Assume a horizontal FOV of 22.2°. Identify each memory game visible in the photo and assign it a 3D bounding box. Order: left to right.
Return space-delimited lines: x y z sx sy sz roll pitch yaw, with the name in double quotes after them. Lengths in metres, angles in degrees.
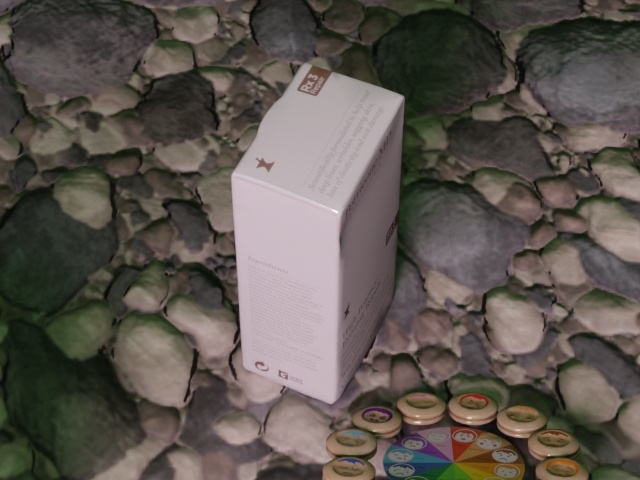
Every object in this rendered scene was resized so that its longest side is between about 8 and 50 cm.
0.093 0.151 1.129 0.186 0.012 0.186 -1 24 0 "memory game"

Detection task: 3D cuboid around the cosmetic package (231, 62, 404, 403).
0.000 0.000 1.156 0.085 0.231 0.117 20 56 13 "cosmetic package"
